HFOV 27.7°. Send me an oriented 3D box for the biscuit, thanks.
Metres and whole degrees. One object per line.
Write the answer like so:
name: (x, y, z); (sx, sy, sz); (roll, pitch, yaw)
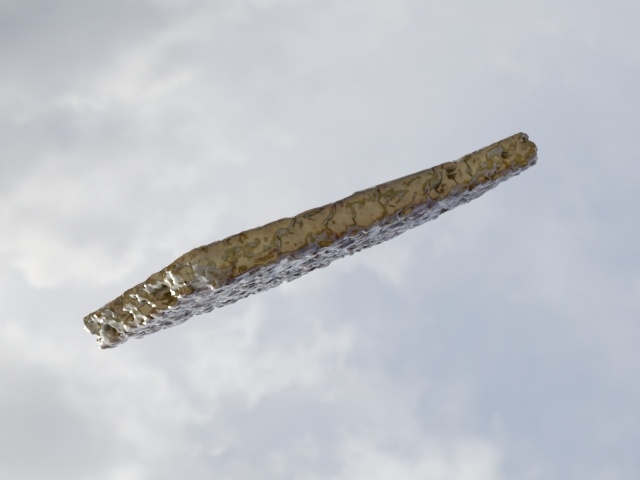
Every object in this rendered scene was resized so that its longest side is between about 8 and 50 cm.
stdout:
biscuit: (0.000, 0.000, 0.657); (0.231, 0.025, 0.131); (-21, 175, -37)
